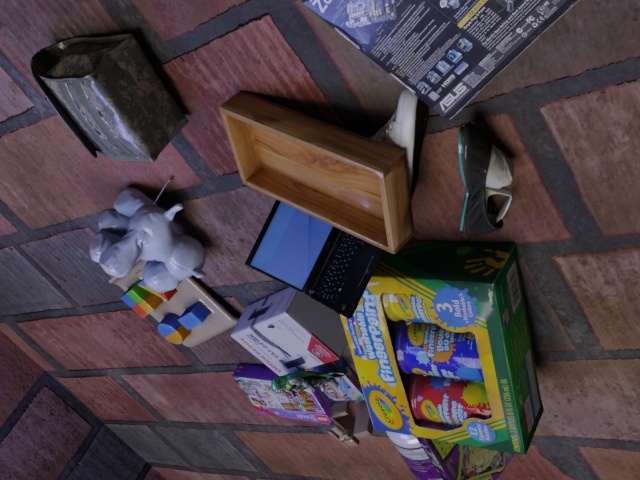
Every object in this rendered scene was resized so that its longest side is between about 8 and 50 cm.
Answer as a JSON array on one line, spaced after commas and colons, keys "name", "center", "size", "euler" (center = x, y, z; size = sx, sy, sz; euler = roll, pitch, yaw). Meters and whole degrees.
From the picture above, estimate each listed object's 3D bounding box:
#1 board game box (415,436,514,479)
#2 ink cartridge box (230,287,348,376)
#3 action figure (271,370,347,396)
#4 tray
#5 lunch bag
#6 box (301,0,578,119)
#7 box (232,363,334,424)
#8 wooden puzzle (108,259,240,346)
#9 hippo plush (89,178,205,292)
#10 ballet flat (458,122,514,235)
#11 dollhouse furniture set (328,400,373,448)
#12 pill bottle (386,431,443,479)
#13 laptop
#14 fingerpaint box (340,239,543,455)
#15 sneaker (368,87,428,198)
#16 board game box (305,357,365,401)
[{"name": "board game box", "center": [0.377, 0.527, 1.953], "size": [0.056, 0.208, 0.347], "euler": [23, 150, 52]}, {"name": "ink cartridge box", "center": [-0.079, 0.241, 2.004], "size": [0.197, 0.114, 0.273], "euler": [43, 142, -17]}, {"name": "action figure", "center": [-0.051, 0.383, 2.033], "size": [0.137, 0.063, 0.232], "euler": [-23, 158, 37]}, {"name": "tray", "center": [-0.010, -0.139, 1.467], "size": [0.411, 0.076, 0.203], "euler": [25, 146, 33]}, {"name": "lunch bag", "center": [-0.470, -0.298, 1.606], "size": [0.287, 0.169, 0.235], "euler": [8, 142, 38]}, {"name": "box", "center": [0.193, -0.397, 1.104], "size": [0.318, 0.097, 0.395], "euler": [35, 143, -9]}, {"name": "box", "center": [-0.108, 0.473, 2.338], "size": [0.293, 0.057, 0.201], "euler": [0, 133, 34]}, {"name": "wooden puzzle", "center": [-0.440, 0.191, 2.216], "size": [0.348, 0.080, 0.322], "euler": [41, 141, -15]}, {"name": "hippo plush", "center": [-0.409, -0.002, 1.920], "size": [0.294, 0.234, 0.236], "euler": [-40, 134, 9]}, {"name": "ballet flat", "center": [0.302, -0.109, 1.376], "size": [0.096, 0.095, 0.280], "euler": [5, 148, 15]}, {"name": "dollhouse furniture set", "center": [0.121, 0.550, 2.226], "size": [0.151, 0.144, 0.123], "euler": [-26, 123, 32]}, {"name": "pill bottle", "center": [0.287, 0.520, 2.027], "size": [0.181, 0.181, 0.323], "euler": [-3, 131, 36]}, {"name": "laptop", "center": [0.000, 0.000, 1.545], "size": [0.136, 0.234, 0.264], "euler": [27, 178, -31]}, {"name": "fingerpaint box", "center": [0.256, 0.228, 1.649], "size": [0.371, 0.163, 0.445], "euler": [2, 122, 32]}, {"name": "sneaker", "center": [0.124, -0.173, 1.396], "size": [0.123, 0.106, 0.290], "euler": [18, 143, 12]}, {"name": "board game box", "center": [0.034, 0.384, 2.159], "size": [0.136, 0.035, 0.201], "euler": [-14, 125, 43]}]
